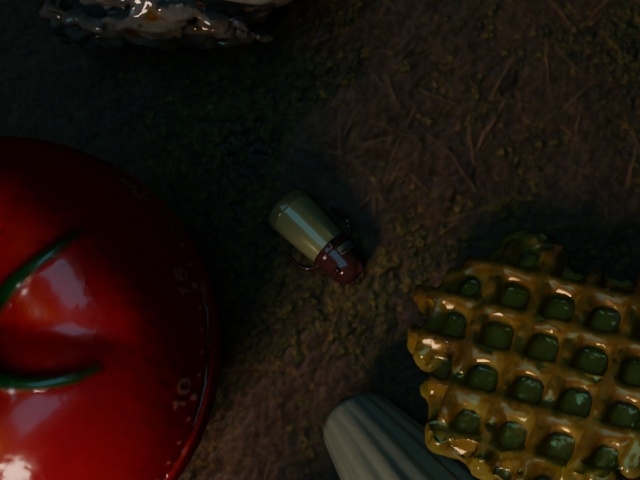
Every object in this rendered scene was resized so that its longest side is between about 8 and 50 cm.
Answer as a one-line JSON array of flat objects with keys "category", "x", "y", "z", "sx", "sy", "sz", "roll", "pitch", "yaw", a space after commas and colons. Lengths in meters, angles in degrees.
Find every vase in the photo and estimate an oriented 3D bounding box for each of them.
[{"category": "vase", "x": 0.094, "y": 0.236, "z": 1.347, "sx": 0.128, "sy": 0.128, "sz": 0.248, "roll": -43, "pitch": 63, "yaw": 6}]

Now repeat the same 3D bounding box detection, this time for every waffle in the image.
[{"category": "waffle", "x": 0.206, "y": 0.096, "z": 1.337, "sx": 0.291, "sy": 0.051, "sz": 0.291, "roll": -6, "pitch": 58, "yaw": 10}]

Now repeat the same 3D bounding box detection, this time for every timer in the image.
[{"category": "timer", "x": -0.274, "y": 0.097, "z": 1.395, "sx": 0.378, "sy": 0.279, "sz": 0.378, "roll": -3, "pitch": 81, "yaw": 18}]

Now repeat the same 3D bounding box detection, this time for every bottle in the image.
[{"category": "bottle", "x": -0.001, "y": 0.001, "z": 1.453, "sx": 0.101, "sy": 0.047, "sz": 0.063, "roll": 44, "pitch": 109, "yaw": 14}]

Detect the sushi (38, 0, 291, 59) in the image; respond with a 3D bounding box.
[{"category": "sushi", "x": -0.127, "y": -0.351, "z": 1.483, "sx": 0.417, "sy": 0.176, "sz": 0.417, "roll": -4, "pitch": 73, "yaw": 13}]
